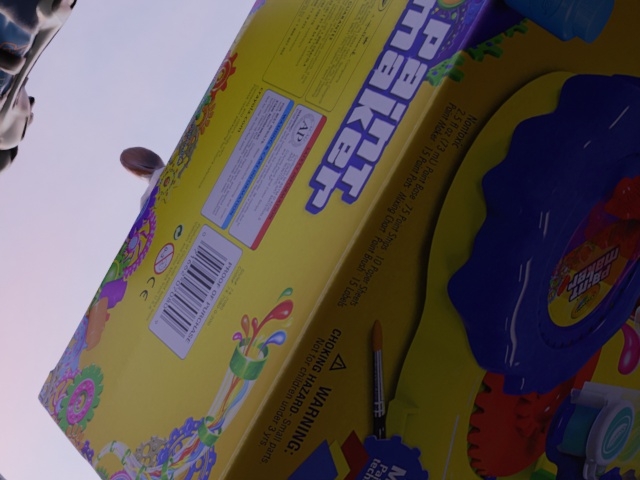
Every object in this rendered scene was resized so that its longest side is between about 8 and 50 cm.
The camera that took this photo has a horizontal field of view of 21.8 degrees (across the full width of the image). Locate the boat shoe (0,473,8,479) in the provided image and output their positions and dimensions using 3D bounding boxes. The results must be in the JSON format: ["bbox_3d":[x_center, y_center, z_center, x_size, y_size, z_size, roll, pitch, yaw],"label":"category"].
[{"bbox_3d":[-0.250,0.220,0.935,0.081,0.079,0.227,35,-99,-20],"label":"boat shoe"}]

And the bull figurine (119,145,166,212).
[{"bbox_3d":[0.000,0.000,1.039,0.188,0.101,0.310,-38,-40,-12],"label":"bull figurine"}]

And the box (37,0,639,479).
[{"bbox_3d":[0.085,0.022,0.717,0.279,0.177,0.290,27,-87,-31],"label":"box"}]

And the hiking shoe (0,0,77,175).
[{"bbox_3d":[-0.200,-0.101,0.838,0.132,0.113,0.304,-51,-13,-38],"label":"hiking shoe"}]
